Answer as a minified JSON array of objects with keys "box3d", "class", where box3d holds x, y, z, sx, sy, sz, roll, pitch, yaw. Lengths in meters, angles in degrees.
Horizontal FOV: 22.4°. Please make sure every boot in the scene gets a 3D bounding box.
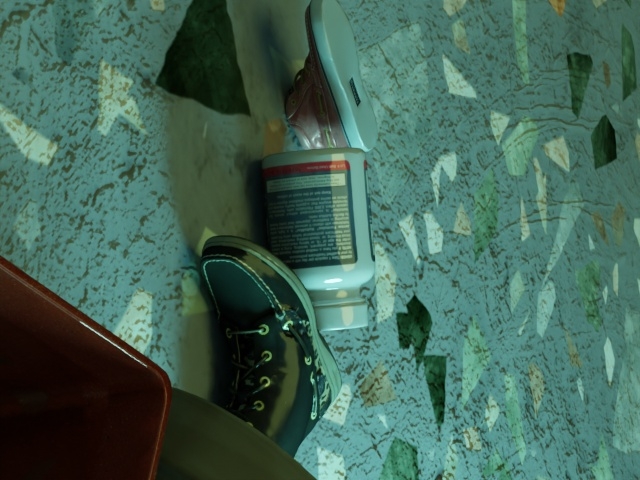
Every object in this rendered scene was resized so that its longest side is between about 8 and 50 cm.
[{"box3d":[-0.066,0.130,1.518,0.236,0.085,0.178,62,39,-36],"class":"boot"}]

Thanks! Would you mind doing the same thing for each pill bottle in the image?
[{"box3d":[0.000,0.000,1.634,0.108,0.108,0.180,-3,87,-61],"class":"pill bottle"}]

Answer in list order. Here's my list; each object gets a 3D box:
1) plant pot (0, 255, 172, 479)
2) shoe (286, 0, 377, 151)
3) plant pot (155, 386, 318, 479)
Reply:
[{"box3d":[-0.280,0.159,0.977,0.267,0.236,0.267,44,50,-50],"class":"plant pot"},{"box3d":[-0.003,-0.169,1.682,0.063,0.081,0.178,-56,135,-49],"class":"shoe"},{"box3d":[-0.145,0.311,1.173,0.280,0.323,0.323,-45,125,-33],"class":"plant pot"}]
